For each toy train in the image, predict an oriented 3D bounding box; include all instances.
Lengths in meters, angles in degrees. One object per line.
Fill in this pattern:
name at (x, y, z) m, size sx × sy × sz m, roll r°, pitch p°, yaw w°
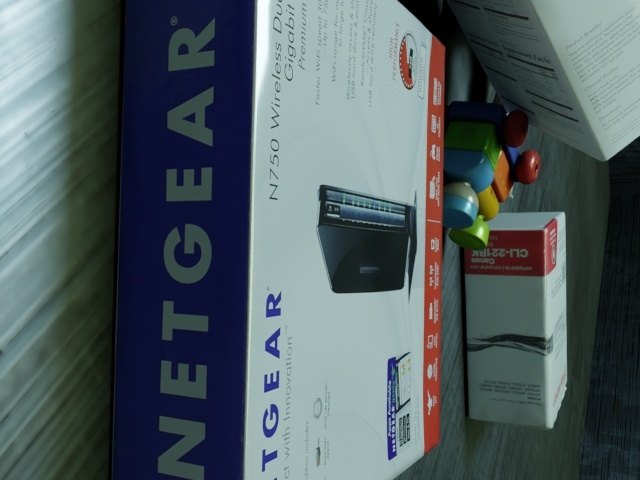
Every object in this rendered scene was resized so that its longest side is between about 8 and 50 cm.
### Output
toy train at (0.201, -0.049, 0.856) m, size 0.248 × 0.105 × 0.143 m, roll 46°, pitch 61°, yaw -55°

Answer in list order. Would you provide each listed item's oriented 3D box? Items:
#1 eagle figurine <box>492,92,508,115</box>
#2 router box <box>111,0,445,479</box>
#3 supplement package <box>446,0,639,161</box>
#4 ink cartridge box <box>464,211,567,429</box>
eagle figurine at (0.308, -0.280, 0.940) m, size 0.225 × 0.298 × 0.226 m, roll 76°, pitch -7°, yaw -82°
router box at (0.000, 0.000, 0.462) m, size 0.301 × 0.082 × 0.335 m, roll 2°, pitch 88°, yaw -64°
supplement package at (0.258, -0.262, 0.695) m, size 0.262 × 0.199 × 0.198 m, roll 51°, pitch 3°, yaw -30°
ink cartridge box at (0.286, 0.104, 1.000) m, size 0.197 × 0.114 × 0.272 m, roll -18°, pitch 106°, yaw -63°
